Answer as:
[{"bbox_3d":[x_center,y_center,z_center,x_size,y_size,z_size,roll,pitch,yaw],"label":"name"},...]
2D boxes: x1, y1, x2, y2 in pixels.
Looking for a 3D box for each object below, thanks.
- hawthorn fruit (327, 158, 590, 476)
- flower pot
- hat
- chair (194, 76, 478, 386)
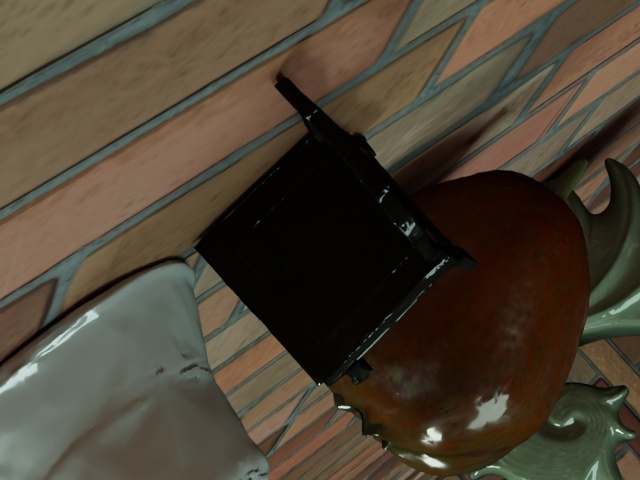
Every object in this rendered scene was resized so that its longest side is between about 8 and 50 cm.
[{"bbox_3d":[0.104,0.035,1.252,0.251,0.199,0.199,-52,170,-10],"label":"hawthorn fruit"},{"bbox_3d":[0.258,0.079,1.706,0.367,0.254,0.164,-44,168,3],"label":"flower pot"},{"bbox_3d":[-0.107,0.120,0.975,0.203,0.126,0.203,-43,168,-12],"label":"hat"},{"bbox_3d":[0.000,0.000,0.937,0.113,0.106,0.229,-45,167,7],"label":"chair"}]
